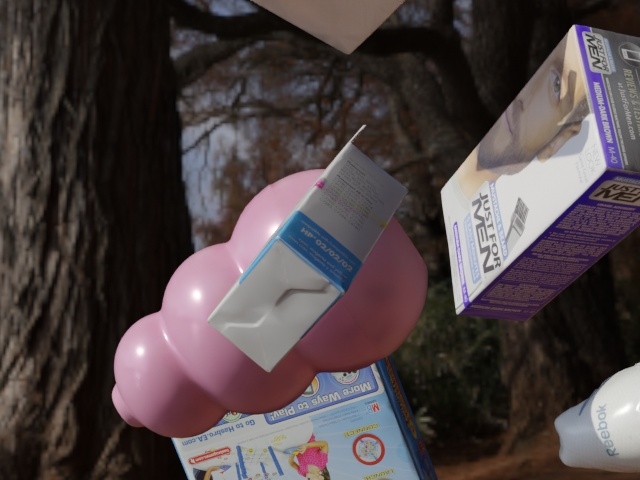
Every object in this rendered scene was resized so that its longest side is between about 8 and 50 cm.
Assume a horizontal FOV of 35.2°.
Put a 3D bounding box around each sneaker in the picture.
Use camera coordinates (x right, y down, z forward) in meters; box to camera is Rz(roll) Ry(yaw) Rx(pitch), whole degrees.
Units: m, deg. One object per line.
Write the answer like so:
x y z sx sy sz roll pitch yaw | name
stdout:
0.288 0.132 0.822 0.129 0.111 0.297 -19 -17 34 | sneaker

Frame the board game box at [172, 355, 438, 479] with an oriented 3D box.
-0.015 0.304 1.348 0.308 0.302 0.086 -20 4 15 | board game box

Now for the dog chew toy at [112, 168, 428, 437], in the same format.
-0.060 0.077 1.004 0.332 0.207 0.206 -35 -11 1 | dog chew toy

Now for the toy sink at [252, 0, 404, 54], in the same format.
0.020 -0.310 1.043 0.152 0.131 0.234 27 -9 -9 | toy sink

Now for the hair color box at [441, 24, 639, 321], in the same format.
0.258 -0.061 1.148 0.110 0.185 0.339 8 -32 -19 | hair color box

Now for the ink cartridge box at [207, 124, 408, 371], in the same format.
0.000 0.000 0.746 0.104 0.061 0.181 -48 4 38 | ink cartridge box
